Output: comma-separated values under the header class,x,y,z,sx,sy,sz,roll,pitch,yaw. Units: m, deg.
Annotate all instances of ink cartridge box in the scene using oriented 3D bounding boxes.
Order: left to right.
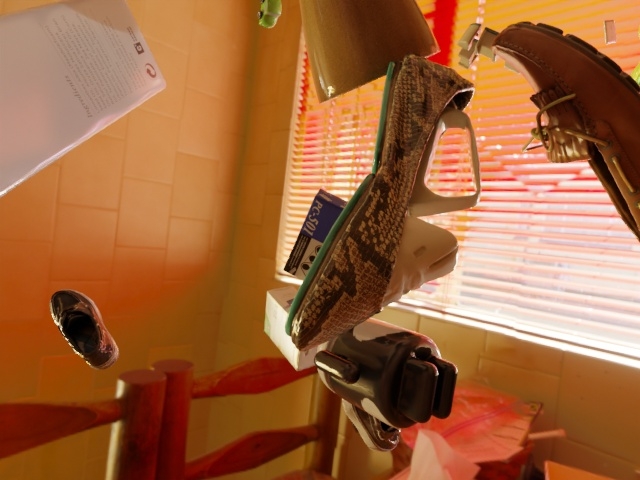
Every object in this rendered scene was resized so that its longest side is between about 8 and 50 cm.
class,x,y,z,sx,sy,sz,roll,pitch,yaw
ink cartridge box,-0.078,0.255,1.255,0.093,0.154,0.212,-7,27,-32
ink cartridge box,0.000,0.000,0.905,0.097,0.207,0.046,25,32,1

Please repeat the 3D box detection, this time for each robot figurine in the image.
class,x,y,z,sx,sy,sz,roll,pitch,yaw
robot figurine,0.116,0.239,0.806,0.278,0.173,0.209,8,-41,51

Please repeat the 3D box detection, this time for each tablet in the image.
class,x,y,z,sx,sy,sz,roll,pitch,yaw
tablet,0.698,-0.502,1.019,0.083,0.054,0.006,-26,17,-39

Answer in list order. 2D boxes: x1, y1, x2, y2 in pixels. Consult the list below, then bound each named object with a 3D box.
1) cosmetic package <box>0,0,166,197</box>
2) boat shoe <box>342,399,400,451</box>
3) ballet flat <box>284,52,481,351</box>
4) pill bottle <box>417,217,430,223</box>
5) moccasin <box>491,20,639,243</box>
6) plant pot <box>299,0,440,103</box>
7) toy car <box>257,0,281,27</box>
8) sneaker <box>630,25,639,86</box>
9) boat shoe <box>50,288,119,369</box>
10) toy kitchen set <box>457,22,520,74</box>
class,x,y,z,sx,sy,sz,roll,pitch,yaw
cosmetic package,-0.432,-0.180,0.551,0.230,0.161,0.453,-8,35,19
boat shoe,0.159,0.450,1.067,0.102,0.108,0.301,-6,-49,31
ballet flat,0.120,-0.062,0.571,0.182,0.482,0.164,18,-25,11
pill bottle,0.166,-0.023,1.033,0.209,0.117,0.118,22,-4,-16
moccasin,0.380,-0.151,0.608,0.380,0.147,0.139,46,24,-4
plant pot,0.057,-0.411,0.759,0.237,0.254,0.237,-23,16,7
toy car,-0.133,-0.746,1.245,0.239,0.224,0.053,-6,29,-37
sneaker,0.658,-0.334,0.783,0.110,0.123,0.295,-25,-37,8
boat shoe,-0.299,0.102,0.527,0.142,0.049,0.040,36,-26,28
toy kitchen set,0.534,-0.572,1.270,0.207,0.122,0.166,36,6,18
